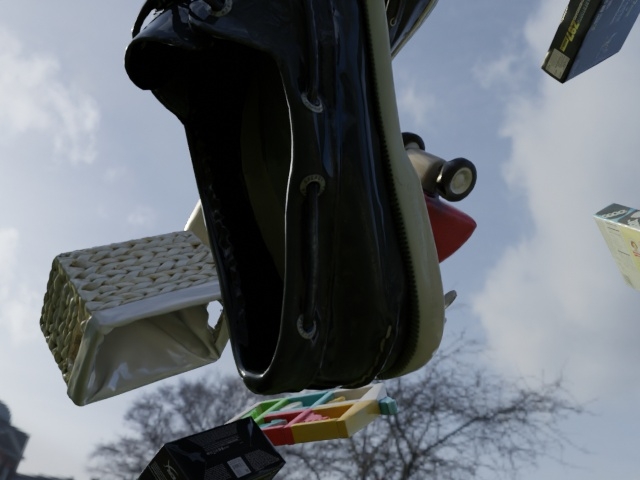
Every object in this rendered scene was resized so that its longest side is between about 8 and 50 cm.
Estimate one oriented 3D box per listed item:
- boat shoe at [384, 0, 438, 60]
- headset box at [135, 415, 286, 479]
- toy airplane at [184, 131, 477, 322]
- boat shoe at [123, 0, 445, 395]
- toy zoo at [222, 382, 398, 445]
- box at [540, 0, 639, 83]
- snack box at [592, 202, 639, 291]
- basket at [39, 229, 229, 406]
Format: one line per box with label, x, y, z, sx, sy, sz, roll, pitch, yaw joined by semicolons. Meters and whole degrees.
boat shoe;0.034;-0.321;1.333;0.156;0.187;0.500;-4;-45;-52
headset box;-0.064;0.126;0.344;0.083;0.032;0.062;-52;-25;22
toy airplane;0.000;0.000;0.968;0.384;0.386;0.272;15;-68;10
boat shoe;-0.041;-0.083;0.376;0.113;0.340;0.127;-14;1;-35
toy zoo;-0.016;0.283;1.185;0.293;0.030;0.192;-14;1;24
box;0.491;-0.401;1.261;0.059;0.183;0.232;45;-32;24
snack box;0.676;0.038;1.461;0.060;0.322;0.187;-31;-76;-1
basket;-0.174;0.068;0.714;0.167;0.103;0.113;-12;-41;-43
